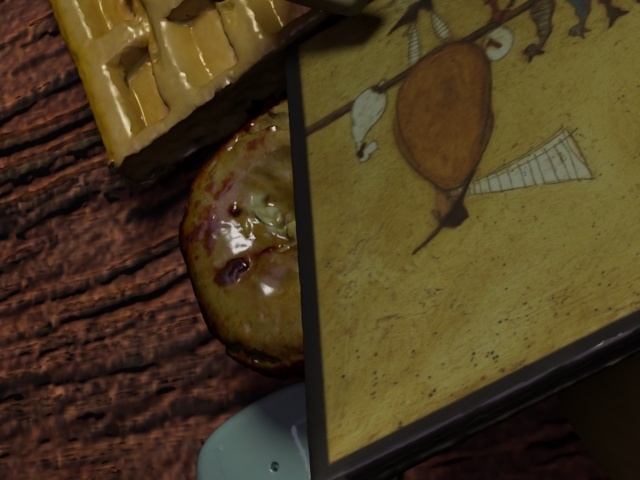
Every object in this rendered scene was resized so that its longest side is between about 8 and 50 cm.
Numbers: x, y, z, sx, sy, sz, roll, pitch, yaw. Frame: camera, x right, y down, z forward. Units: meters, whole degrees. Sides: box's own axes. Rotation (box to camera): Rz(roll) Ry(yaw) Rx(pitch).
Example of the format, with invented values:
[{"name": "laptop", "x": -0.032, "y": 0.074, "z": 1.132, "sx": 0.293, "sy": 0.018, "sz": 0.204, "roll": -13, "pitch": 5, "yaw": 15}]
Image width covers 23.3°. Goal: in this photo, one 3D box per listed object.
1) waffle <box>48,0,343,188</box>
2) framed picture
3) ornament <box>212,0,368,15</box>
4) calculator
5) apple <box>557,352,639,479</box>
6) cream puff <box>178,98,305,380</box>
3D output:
[{"name": "waffle", "x": -0.061, "y": -0.184, "z": 0.887, "sx": 0.248, "sy": 0.055, "sz": 0.221, "roll": -34, "pitch": 66, "yaw": 26}, {"name": "framed picture", "x": 0.097, "y": -0.062, "z": 0.646, "sx": 0.255, "sy": 0.014, "sz": 0.339, "roll": -29, "pitch": 32, "yaw": 16}, {"name": "ornament", "x": 0.039, "y": -0.232, "z": 0.776, "sx": 0.245, "sy": 0.061, "sz": 0.230, "roll": -18, "pitch": 71, "yaw": 11}, {"name": "calculator", "x": -0.021, "y": 0.132, "z": 0.841, "sx": 0.153, "sy": 0.021, "sz": 0.095, "roll": -32, "pitch": 67, "yaw": 23}, {"name": "apple", "x": 0.184, "y": 0.038, "z": 0.618, "sx": 0.200, "sy": 0.200, "sz": 0.200, "roll": -5, "pitch": 81, "yaw": 34}, {"name": "cream puff", "x": 0.000, "y": 0.000, "z": 0.806, "sx": 0.149, "sy": 0.084, "sz": 0.149, "roll": -5, "pitch": 79, "yaw": 29}]
